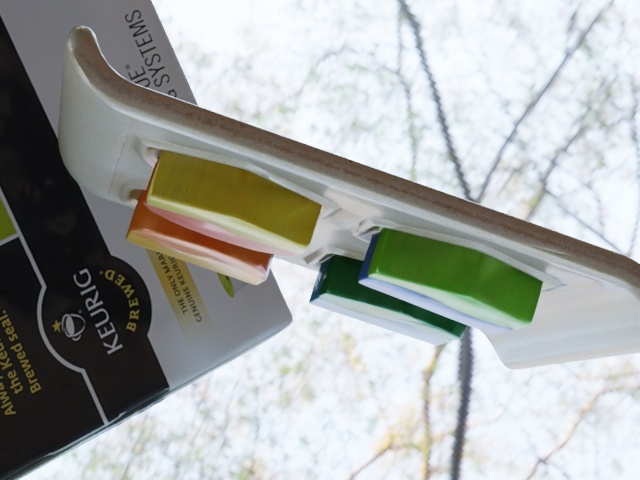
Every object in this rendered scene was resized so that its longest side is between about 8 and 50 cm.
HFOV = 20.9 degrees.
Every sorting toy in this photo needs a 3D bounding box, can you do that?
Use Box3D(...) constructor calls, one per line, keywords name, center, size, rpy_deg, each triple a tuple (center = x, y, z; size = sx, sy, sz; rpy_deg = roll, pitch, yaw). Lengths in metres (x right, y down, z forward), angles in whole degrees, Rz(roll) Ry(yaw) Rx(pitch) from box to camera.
Box3D(name="sorting toy", center=(0.000, 0.000, 0.614), size=(0.208, 0.193, 0.038), rpy_deg=(24, -99, -6))

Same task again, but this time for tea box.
Box3D(name="tea box", center=(-0.246, -0.032, 0.850), size=(0.323, 0.220, 0.329), rpy_deg=(-27, -81, -26))
